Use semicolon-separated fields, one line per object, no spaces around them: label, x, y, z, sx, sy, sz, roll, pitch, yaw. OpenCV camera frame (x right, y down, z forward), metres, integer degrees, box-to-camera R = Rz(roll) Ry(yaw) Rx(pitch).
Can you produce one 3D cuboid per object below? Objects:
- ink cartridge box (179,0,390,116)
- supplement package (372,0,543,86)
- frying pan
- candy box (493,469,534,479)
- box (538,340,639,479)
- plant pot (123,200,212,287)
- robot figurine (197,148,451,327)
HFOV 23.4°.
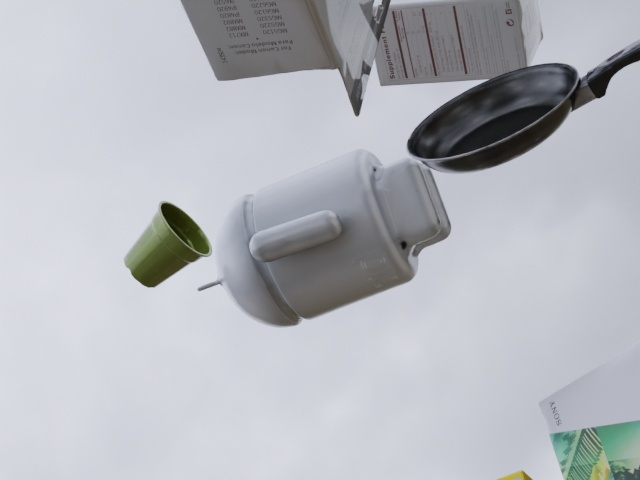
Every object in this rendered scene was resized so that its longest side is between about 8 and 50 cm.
ink cartridge box;-0.028;-0.307;1.460;0.272;0.130;0.309;66;-150;-43
supplement package;0.156;-0.251;1.791;0.105;0.179;0.105;-61;-36;-52
frying pan;0.241;-0.157;1.628;0.326;0.197;0.053;-28;-70;-1
candy box;0.235;0.336;1.871;0.105;0.027;0.206;-26;-35;16
box;0.439;0.217;1.910;0.322;0.232;0.058;-35;-52;19
plant pot;-0.180;0.012;1.757;0.079;0.083;0.083;-43;-25;16
robot figurine;0.000;0.000;2.166;0.353;0.200;0.300;-22;-12;15
